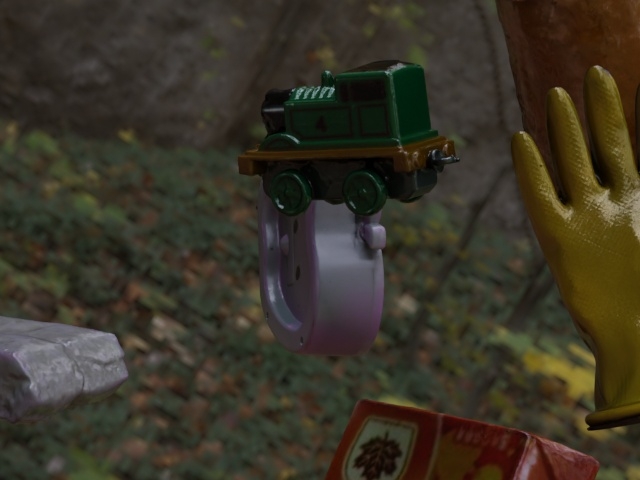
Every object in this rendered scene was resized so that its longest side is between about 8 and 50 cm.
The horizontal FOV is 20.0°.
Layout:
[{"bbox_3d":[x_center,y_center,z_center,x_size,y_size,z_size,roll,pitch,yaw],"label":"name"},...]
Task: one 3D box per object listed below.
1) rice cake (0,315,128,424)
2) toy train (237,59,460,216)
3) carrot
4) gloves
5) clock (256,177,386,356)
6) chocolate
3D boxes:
[{"bbox_3d":[-0.270,0.065,1.146,0.297,0.050,0.106,7,9,27],"label":"rice cake"},{"bbox_3d":[0.023,-0.093,1.635,0.227,0.136,0.091,3,11,34],"label":"toy train"},{"bbox_3d":[0.260,-0.156,1.674,0.196,0.196,0.254,26,-31,49],"label":"carrot"},{"bbox_3d":[0.245,0.001,1.497,0.133,0.294,0.116,-11,-6,-5],"label":"gloves"},{"bbox_3d":[0.000,0.000,2.543,0.102,0.339,0.338,0,5,-17],"label":"clock"},{"bbox_3d":[0.098,0.265,1.617,0.237,0.235,0.108,9,-22,42],"label":"chocolate"}]
